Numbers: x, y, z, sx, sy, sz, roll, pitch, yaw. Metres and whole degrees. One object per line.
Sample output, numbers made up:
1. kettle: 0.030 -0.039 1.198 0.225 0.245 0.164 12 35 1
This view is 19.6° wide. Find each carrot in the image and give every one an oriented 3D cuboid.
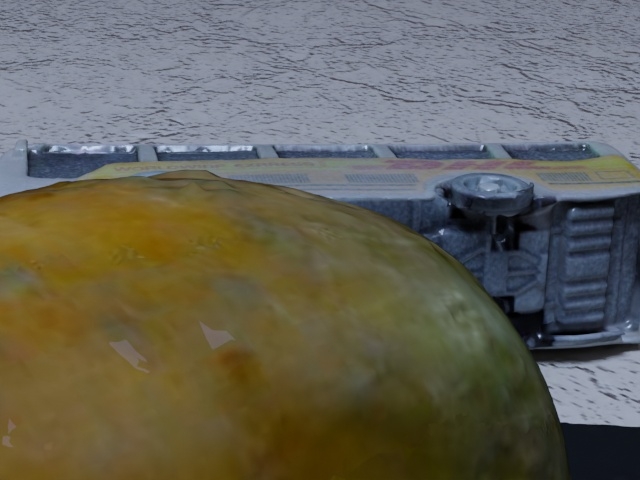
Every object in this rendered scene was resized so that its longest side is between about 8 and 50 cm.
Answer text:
1. carrot: -0.095 0.095 0.542 0.340 0.224 0.224 -9 25 -38

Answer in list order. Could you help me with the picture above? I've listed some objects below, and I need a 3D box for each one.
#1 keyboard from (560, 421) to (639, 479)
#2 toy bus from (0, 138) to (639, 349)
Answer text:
1. keyboard: 0.080 0.105 0.805 0.309 0.018 0.101 3 22 2
2. toy bus: 0.000 0.000 0.941 0.342 0.097 0.138 -1 21 -8
